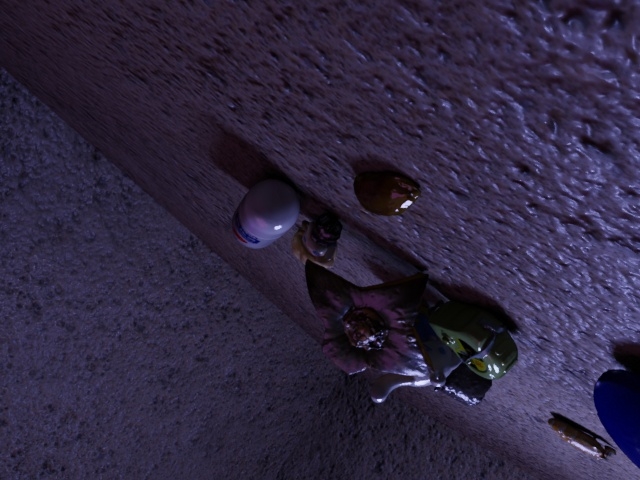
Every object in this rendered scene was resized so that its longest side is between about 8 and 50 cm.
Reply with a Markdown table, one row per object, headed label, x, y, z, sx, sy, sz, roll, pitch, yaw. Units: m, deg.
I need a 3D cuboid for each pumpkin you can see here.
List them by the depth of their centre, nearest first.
| label | x | y | z | sx | sy | sz | roll | pitch | yaw |
| --- | --- | --- | --- | --- | --- | --- | --- | --- | --- |
| pumpkin | 0.104 | 0.177 | 1.524 | 0.290 | 0.258 | 0.095 | 2 | -163 | 19 |

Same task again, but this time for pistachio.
| label | x | y | z | sx | sy | sz | roll | pitch | yaw |
| --- | --- | --- | --- | --- | --- | --- | --- | --- | --- |
| pistachio | 0.108 | -0.071 | 1.157 | 0.089 | 0.049 | 0.173 | 40 | 167 | -22 |

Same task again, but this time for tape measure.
| label | x | y | z | sx | sy | sz | roll | pitch | yaw |
| --- | --- | --- | --- | --- | --- | --- | --- | --- | --- |
| tape measure | 0.341 | 0.211 | 1.465 | 0.175 | 0.106 | 0.200 | 53 | 161 | -15 |

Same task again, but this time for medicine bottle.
| label | x | y | z | sx | sy | sz | roll | pitch | yaw |
| --- | --- | --- | --- | --- | --- | --- | --- | --- | --- |
| medicine bottle | -0.131 | -0.060 | 1.619 | 0.130 | 0.130 | 0.341 | 37 | 167 | -7 |

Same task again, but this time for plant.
| label | x | y | z | sx | sy | sz | roll | pitch | yaw |
| --- | --- | --- | --- | --- | --- | --- | --- | --- | --- |
| plant | 0.372 | 0.370 | 1.905 | 0.194 | 0.129 | 0.132 | 31 | 165 | 1 |

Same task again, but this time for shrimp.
| label | x | y | z | sx | sy | sz | roll | pitch | yaw |
| --- | --- | --- | --- | --- | --- | --- | --- | --- | --- |
| shrimp | 0.708 | 0.535 | 1.854 | 0.187 | 0.051 | 0.132 | 32 | -173 | 39 |

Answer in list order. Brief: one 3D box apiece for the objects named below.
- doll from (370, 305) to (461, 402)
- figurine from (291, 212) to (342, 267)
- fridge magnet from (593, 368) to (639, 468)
| label | x | y | z | sx | sy | sz | roll | pitch | yaw |
| --- | --- | --- | --- | --- | --- | --- | --- | --- | --- |
| doll | 0.206 | 0.289 | 1.658 | 0.242 | 0.311 | 0.159 | 41 | 145 | 30 |
| figurine | 0.000 | 0.000 | 1.579 | 0.114 | 0.108 | 0.196 | 31 | 162 | -5 |
| fridge magnet | 0.580 | 0.325 | 1.155 | 0.265 | 0.113 | 0.265 | 51 | 166 | 17 |
